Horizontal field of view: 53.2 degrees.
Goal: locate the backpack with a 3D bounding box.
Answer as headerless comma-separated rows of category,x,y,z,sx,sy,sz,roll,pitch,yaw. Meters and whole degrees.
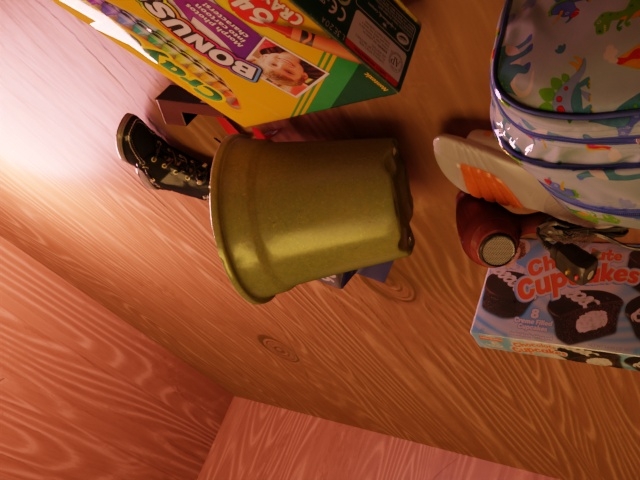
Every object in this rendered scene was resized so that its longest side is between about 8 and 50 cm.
backpack,0.314,-0.140,0.505,0.273,0.290,0.355,22,164,-26

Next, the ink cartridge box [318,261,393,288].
ink cartridge box,0.000,0.000,1.298,0.307,0.072,0.303,22,155,7

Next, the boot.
boot,-0.272,-0.149,1.215,0.178,0.085,0.236,16,160,10

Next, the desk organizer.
desk organizer,-0.200,-0.217,1.049,0.130,0.047,0.050,12,138,23

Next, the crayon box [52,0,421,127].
crayon box,-0.123,-0.275,0.722,0.363,0.106,0.313,30,161,-35

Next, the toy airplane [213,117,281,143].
toy airplane,-0.125,-0.172,1.109,0.151,0.028,0.151,19,154,10

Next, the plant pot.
plant pot,0.006,-0.048,0.986,0.254,0.276,0.276,-7,146,16

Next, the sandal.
sandal,0.280,-0.093,0.859,0.265,0.076,0.102,24,155,26

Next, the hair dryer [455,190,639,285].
hair dryer,0.303,-0.012,0.914,0.293,0.223,0.080,27,123,43

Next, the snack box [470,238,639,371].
snack box,0.413,0.093,0.991,0.322,0.187,0.060,3,148,35
